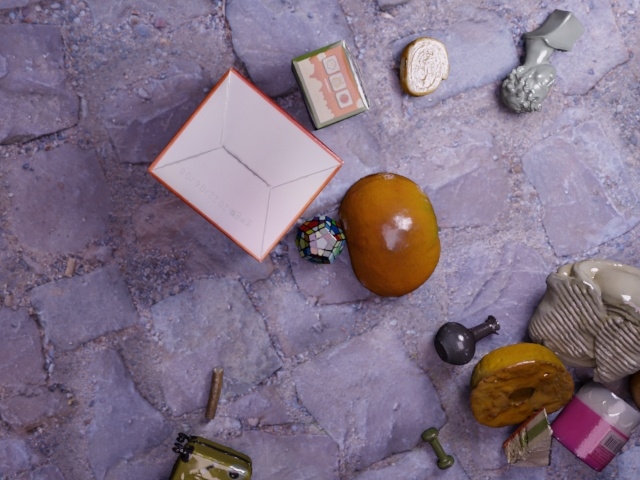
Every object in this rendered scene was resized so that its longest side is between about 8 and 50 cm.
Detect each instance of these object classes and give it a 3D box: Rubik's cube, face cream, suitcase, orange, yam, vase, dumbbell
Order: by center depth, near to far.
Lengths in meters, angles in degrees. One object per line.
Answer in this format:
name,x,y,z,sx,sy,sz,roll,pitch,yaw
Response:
Rubik's cube,0.000,0.000,1.873,0.112,0.133,0.133,-37,99,27
orange,0.185,-0.019,1.893,0.274,0.274,0.310,-8,67,-2
suitcase,-0.306,0.640,1.927,0.235,0.143,0.194,23,95,-5
vase,0.400,0.261,1.934,0.183,0.120,0.120,-22,98,-14
face cream,0.743,0.495,1.944,0.175,0.175,0.195,38,94,-7
yam,-0.288,0.416,1.955,0.032,0.032,0.145,11,98,-4
dumbbell,0.326,0.579,1.999,0.052,0.046,0.118,-28,99,6

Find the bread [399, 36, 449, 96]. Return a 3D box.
bread,0.268,-0.446,1.846,0.122,0.073,0.149,0,98,-5

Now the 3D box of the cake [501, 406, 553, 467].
cake,0.596,0.539,1.937,0.117,0.086,0.220,11,135,-18

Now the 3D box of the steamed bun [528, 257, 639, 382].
steamed bun,0.735,0.188,1.864,0.310,0.219,0.324,28,138,26

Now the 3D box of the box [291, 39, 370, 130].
box,0.024,-0.380,1.781,0.148,0.195,0.177,-22,97,0

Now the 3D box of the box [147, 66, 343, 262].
box,-0.178,-0.187,1.768,0.349,0.257,0.318,38,96,-8

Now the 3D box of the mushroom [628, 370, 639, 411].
mushroom,0.960,0.384,1.951,0.253,0.153,0.253,-1,99,-5

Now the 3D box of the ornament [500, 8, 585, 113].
ornament,0.557,-0.461,1.842,0.120,0.130,0.285,25,88,-22

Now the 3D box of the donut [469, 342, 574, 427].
donut,0.524,0.382,1.913,0.278,0.108,0.277,-2,127,-2
